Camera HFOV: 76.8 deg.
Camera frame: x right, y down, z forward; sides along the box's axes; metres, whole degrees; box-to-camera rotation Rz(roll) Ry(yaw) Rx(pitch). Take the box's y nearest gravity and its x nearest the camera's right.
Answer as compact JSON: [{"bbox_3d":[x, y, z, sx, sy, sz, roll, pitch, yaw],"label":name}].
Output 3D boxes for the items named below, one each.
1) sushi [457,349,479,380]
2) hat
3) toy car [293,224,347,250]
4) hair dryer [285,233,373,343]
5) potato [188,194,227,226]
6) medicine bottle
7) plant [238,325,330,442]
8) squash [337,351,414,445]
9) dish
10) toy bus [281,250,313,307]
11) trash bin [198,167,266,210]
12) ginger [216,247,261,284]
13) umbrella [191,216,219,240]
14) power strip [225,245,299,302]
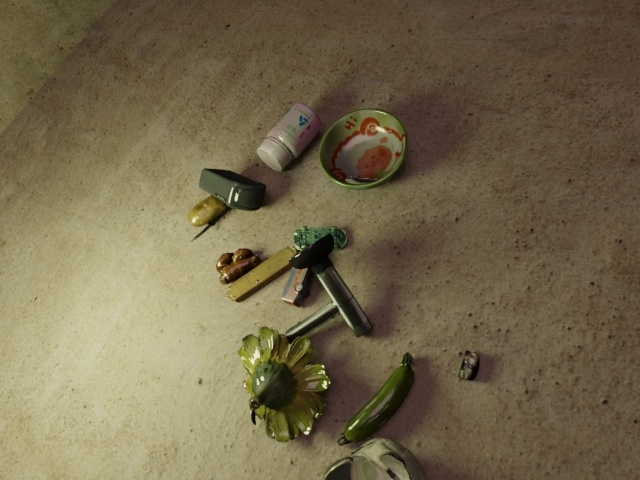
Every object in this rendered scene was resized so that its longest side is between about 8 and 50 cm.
[{"bbox_3d":[0.415,0.349,1.119,0.045,0.044,0.083,18,71,23],"label":"sushi"},{"bbox_3d":[0.142,0.628,0.999,0.232,0.161,0.275,37,101,39],"label":"hat"},{"bbox_3d":[0.000,0.000,1.401,0.185,0.058,0.094,0,58,-6],"label":"toy car"},{"bbox_3d":[-0.030,0.181,1.220,0.283,0.156,0.321,-24,87,-9],"label":"hair dryer"},{"bbox_3d":[-0.433,-0.119,1.557,0.170,0.080,0.107,-41,29,-13],"label":"potato"},{"bbox_3d":[-0.123,-0.405,1.588,0.151,0.152,0.255,32,74,26],"label":"medicine bottle"},{"bbox_3d":[-0.140,0.429,1.129,0.305,0.261,0.297,31,30,8],"label":"plant"},{"bbox_3d":[0.169,0.453,1.117,0.080,0.071,0.318,37,78,29],"label":"squash"},{"bbox_3d":[0.166,-0.314,1.486,0.323,0.124,0.325,-6,68,16],"label":"dish"},{"bbox_3d":[-0.066,0.125,1.354,0.076,0.065,0.193,10,66,27],"label":"toy bus"},{"bbox_3d":[-0.320,-0.195,1.519,0.236,0.176,0.101,27,111,28],"label":"trash bin"},{"bbox_3d":[-0.297,0.081,1.436,0.162,0.073,0.103,-29,73,-8],"label":"ginger"},{"bbox_3d":[-0.448,-0.044,1.569,0.149,0.022,0.022,-44,19,-9],"label":"umbrella"},{"bbox_3d":[-0.196,0.116,1.406,0.305,0.044,0.064,-34,60,-2],"label":"power strip"}]
